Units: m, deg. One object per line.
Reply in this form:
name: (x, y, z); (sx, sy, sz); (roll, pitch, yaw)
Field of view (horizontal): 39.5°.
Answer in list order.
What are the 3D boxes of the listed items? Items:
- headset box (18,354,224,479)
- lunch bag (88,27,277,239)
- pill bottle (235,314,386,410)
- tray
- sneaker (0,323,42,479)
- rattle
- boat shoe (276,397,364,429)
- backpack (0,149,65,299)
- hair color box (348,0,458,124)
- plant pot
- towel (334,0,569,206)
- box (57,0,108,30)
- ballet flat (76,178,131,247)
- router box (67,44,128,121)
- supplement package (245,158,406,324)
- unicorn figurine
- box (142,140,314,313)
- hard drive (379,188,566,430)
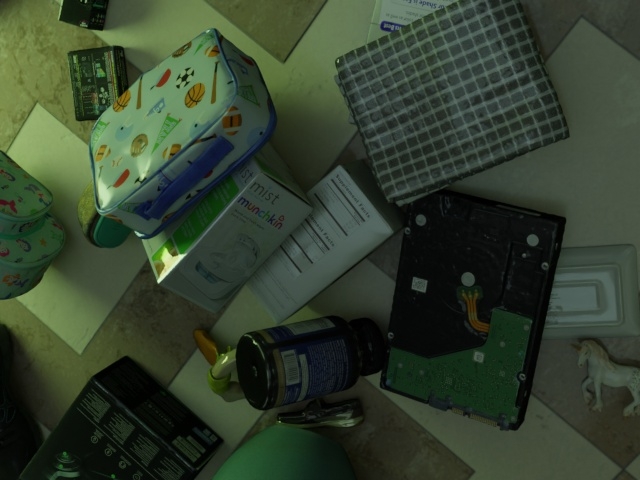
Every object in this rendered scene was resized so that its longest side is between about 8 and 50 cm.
headset box: (-0.360, 0.400, 1.595); (0.246, 0.131, 0.283); (39, 107, 7)
lunch bag: (-0.210, -0.148, 1.303); (0.303, 0.115, 0.243); (-39, 44, 16)
pill bottle: (-0.012, 0.186, 1.403); (0.122, 0.219, 0.123); (24, 118, 57)
tray: (0.354, 0.088, 1.389); (0.270, 0.030, 0.145); (-4, 99, 17)
sneaker: (-0.627, 0.317, 1.655); (0.125, 0.139, 0.341); (-15, 96, 16)
rattle: (-0.105, 0.183, 1.539); (0.199, 0.143, 0.130); (-31, 122, 4)
boat shoe: (-0.002, 0.292, 1.517); (0.152, 0.056, 0.049); (-4, 93, 7)
backpack: (-0.572, -0.028, 1.540); (0.253, 0.225, 0.191); (45, 113, 1)
hair color box: (0.174, -0.320, 1.334); (0.185, 0.110, 0.339); (16, 101, 11)
plant pot: (-0.049, 0.417, 1.457); (0.290, 0.290, 0.196); (11, 66, 14)
towel: (0.175, -0.196, 1.238); (0.283, 0.121, 0.235); (-22, 94, 16)
box: (-0.400, -0.405, 1.515); (0.062, 0.052, 0.083); (19, 105, 14)
ballet flat: (-0.305, -0.146, 1.508); (0.123, 0.123, 0.349); (39, 105, 7)
router box: (-0.382, -0.271, 1.539); (0.092, 0.038, 0.123); (-2, 99, 17)
supplement package: (0.000, 0.000, 1.419); (0.244, 0.139, 0.134); (-39, 86, 19)
unicorn figurine: (0.445, 0.213, 1.374); (0.161, 0.060, 0.111); (8, 101, -1)
box: (-0.163, -0.063, 1.385); (0.231, 0.126, 0.262); (-47, 40, 13)
hard drive: (0.229, 0.103, 1.379); (0.236, 0.064, 0.339); (15, 106, 26)
